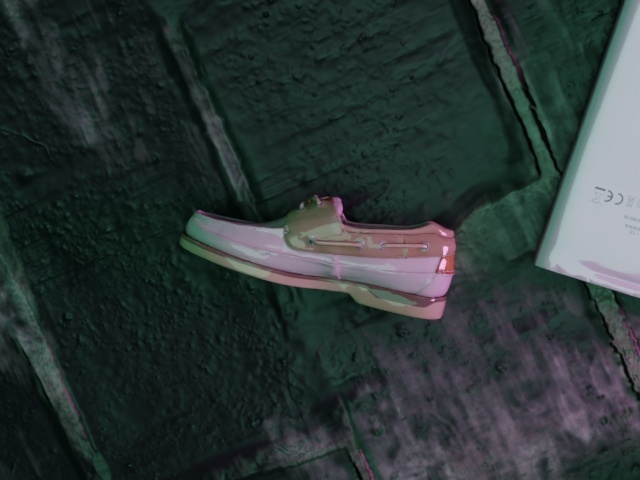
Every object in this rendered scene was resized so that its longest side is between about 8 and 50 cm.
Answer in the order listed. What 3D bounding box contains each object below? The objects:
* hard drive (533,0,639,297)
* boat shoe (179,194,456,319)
[{"bbox_3d":[0.377,-0.094,0.889,0.210,0.040,0.318,17,101,7],"label":"hard drive"},{"bbox_3d":[0.000,0.000,0.938,0.302,0.113,0.103,13,99,-3],"label":"boat shoe"}]
